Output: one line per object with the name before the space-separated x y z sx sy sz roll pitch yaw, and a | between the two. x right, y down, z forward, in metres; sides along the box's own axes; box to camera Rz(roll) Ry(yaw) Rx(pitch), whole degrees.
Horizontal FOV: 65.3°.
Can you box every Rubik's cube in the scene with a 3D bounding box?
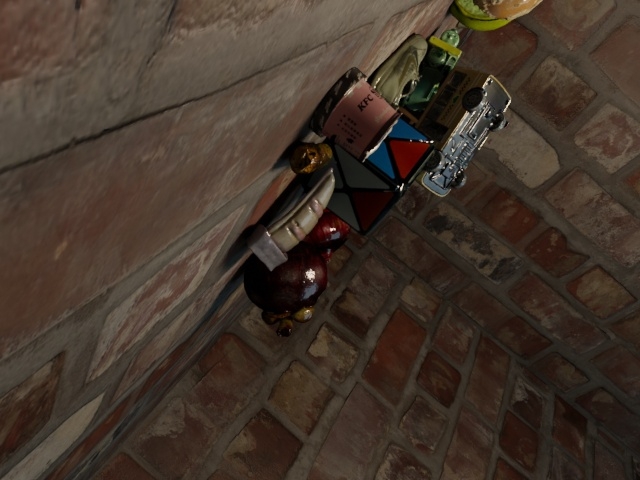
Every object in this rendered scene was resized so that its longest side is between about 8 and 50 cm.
Rubik's cube | 0.133 -0.204 1.403 0.246 0.248 0.250 -48 176 -37

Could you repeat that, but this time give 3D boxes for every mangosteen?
mangosteen | -0.108 0.137 1.680 0.297 0.293 0.297 -38 173 -5

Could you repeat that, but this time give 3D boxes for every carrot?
carrot | -0.018 -0.180 1.074 0.069 0.069 0.229 -51 179 16

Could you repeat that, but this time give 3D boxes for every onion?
onion | 0.000 0.000 1.976 0.273 0.285 0.273 -15 166 -4

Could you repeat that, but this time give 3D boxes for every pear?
pear | 0.553 -0.766 1.558 0.286 0.176 0.282 -50 180 16

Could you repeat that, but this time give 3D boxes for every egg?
egg | 0.519 -0.707 1.324 0.245 0.203 0.203 -40 -177 28

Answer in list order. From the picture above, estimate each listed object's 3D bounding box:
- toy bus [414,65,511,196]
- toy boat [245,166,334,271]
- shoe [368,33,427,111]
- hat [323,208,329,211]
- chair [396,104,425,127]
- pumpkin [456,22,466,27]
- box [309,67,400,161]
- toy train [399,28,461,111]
toy bus | 0.400 -0.331 1.533 0.177 0.202 0.365 23 104 -45
toy boat | -0.078 -0.029 1.337 0.293 0.111 0.276 -37 169 -20
shoe | 0.210 -0.423 1.265 0.275 0.098 0.103 -51 -178 -28
hat | 0.099 -0.207 1.698 0.332 0.242 0.274 -23 152 -24
chair | 0.369 -0.499 1.987 0.416 0.203 0.240 -49 175 -7
pumpkin | 0.652 -0.921 1.987 0.217 0.110 0.217 -54 174 -8
box | 0.074 -0.241 0.998 0.151 0.135 0.151 -49 178 -2
toy train | 0.379 -0.576 1.686 0.237 0.150 0.369 -61 178 -8
